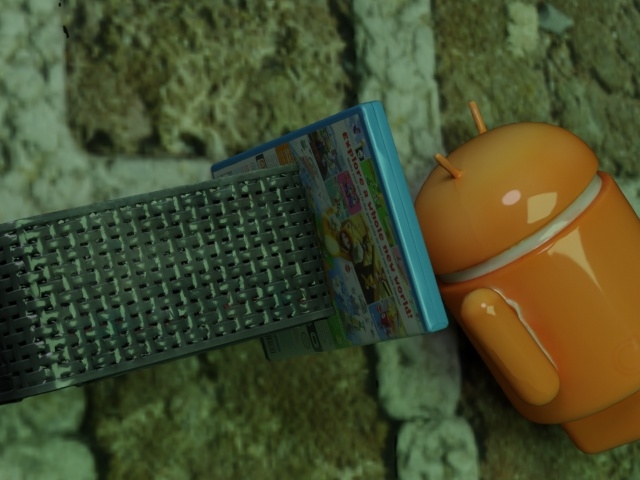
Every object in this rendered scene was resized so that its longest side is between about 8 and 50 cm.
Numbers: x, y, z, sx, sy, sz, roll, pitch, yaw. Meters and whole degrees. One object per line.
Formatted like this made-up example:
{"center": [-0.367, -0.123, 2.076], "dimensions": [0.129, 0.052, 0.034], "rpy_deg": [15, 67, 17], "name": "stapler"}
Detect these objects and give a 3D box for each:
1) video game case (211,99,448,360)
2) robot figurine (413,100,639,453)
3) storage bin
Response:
{"center": [0.000, 0.000, 0.866], "dimensions": [0.015, 0.166, 0.119], "rpy_deg": [-17, 90, -32], "name": "video game case"}
{"center": [0.139, 0.021, 0.973], "dimensions": [0.158, 0.128, 0.219], "rpy_deg": [-38, 103, -15], "name": "robot figurine"}
{"center": [-0.098, 0.024, 0.829], "dimensions": [0.180, 0.122, 0.084], "rpy_deg": [-14, 89, -32], "name": "storage bin"}
